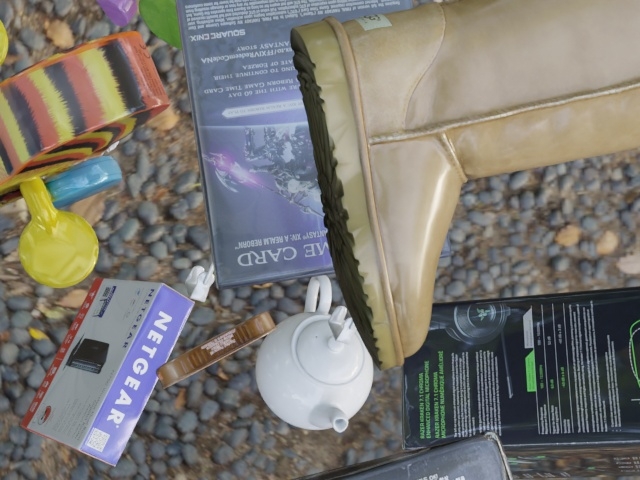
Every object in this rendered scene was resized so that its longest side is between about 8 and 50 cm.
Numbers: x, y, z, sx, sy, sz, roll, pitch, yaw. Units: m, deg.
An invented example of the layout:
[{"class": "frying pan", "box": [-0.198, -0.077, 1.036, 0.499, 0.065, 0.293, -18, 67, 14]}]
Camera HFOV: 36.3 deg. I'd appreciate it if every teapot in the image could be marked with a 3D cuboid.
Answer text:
[{"class": "teapot", "box": [0.001, 0.231, 1.907, 0.256, 0.187, 0.252, 42, 53, 9]}]

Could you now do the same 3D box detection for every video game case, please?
[{"class": "video game case", "box": [-0.008, -0.108, 0.809, 0.196, 0.026, 0.274, -8, 87, -5]}]

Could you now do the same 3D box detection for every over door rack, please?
[{"class": "over door rack", "box": [0.000, 0.000, 1.226, 0.240, 0.108, 0.324, 19, 124, -19]}]

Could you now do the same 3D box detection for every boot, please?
[{"class": "boot", "box": [0.135, -0.053, 0.586, 0.270, 0.089, 0.236, -14, 118, -7]}]

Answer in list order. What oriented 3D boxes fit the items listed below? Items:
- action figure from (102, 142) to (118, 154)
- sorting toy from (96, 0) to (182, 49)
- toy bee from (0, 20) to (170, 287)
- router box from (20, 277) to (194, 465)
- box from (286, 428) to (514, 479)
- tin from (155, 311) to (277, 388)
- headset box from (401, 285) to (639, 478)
[{"class": "action figure", "box": [-0.391, -0.205, 1.802, 0.099, 0.285, 0.185, 36, 90, -17]}, {"class": "sorting toy", "box": [-0.199, -0.396, 1.624, 0.126, 0.366, 0.127, -60, 152, -23]}, {"class": "toy bee", "box": [-0.227, -0.047, 0.695, 0.162, 0.298, 0.195, -26, 71, -32]}, {"class": "router box", "box": [-0.413, 0.238, 1.873, 0.082, 0.301, 0.335, 35, 69, -31]}, {"class": "box", "box": [-0.133, 0.211, 0.510, 0.395, 0.318, 0.097, -11, 79, -26]}, {"class": "tin", "box": [-0.153, 0.159, 1.429, 0.190, 0.106, 0.040, -27, 83, -19]}, {"class": "headset box", "box": [0.220, 0.141, 0.892, 0.283, 0.246, 0.131, -7, 69, 19]}]
